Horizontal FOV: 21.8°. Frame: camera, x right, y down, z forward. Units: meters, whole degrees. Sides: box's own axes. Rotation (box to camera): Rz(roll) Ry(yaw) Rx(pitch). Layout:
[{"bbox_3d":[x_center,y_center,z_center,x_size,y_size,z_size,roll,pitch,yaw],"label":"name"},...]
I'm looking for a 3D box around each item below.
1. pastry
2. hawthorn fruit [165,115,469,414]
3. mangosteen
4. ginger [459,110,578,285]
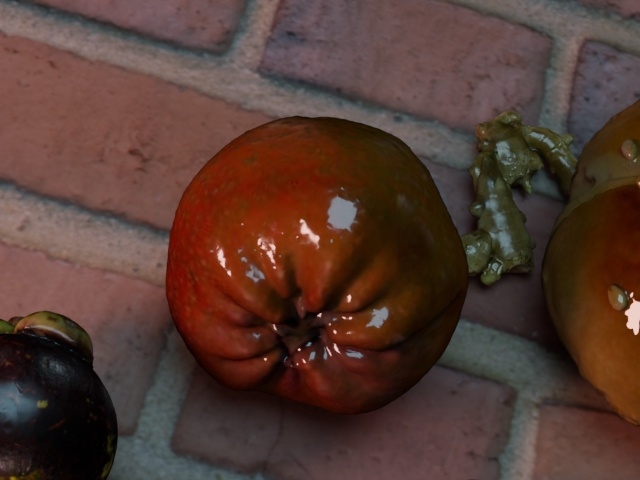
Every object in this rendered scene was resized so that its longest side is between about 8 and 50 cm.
[{"bbox_3d":[0.412,0.021,1.594,0.409,0.245,0.410,5,62,-10],"label":"pastry"},{"bbox_3d":[0.000,0.000,1.531,0.277,0.277,0.298,12,34,-4],"label":"hawthorn fruit"},{"bbox_3d":[-0.270,0.143,1.434,0.192,0.192,0.217,3,47,-9],"label":"mangosteen"},{"bbox_3d":[0.193,-0.048,1.709,0.193,0.052,0.176,-13,64,-26],"label":"ginger"}]
